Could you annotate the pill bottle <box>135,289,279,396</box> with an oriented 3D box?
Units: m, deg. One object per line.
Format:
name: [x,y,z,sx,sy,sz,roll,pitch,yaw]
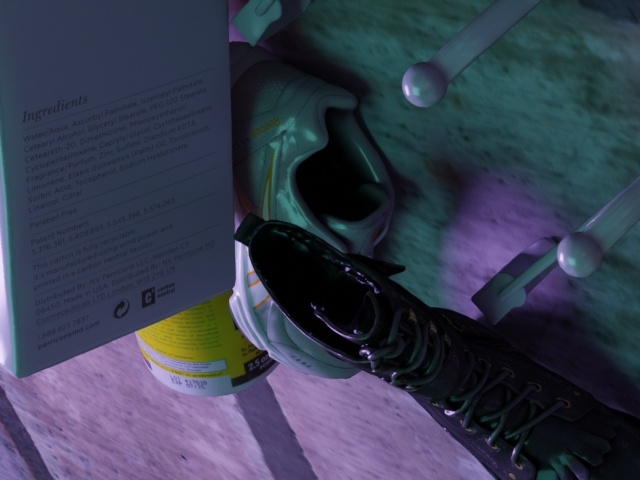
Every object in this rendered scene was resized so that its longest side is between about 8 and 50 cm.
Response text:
pill bottle: [-0.088,0.005,1.344,0.117,0.117,0.215,34,151,32]

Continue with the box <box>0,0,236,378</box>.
box: [-0.182,-0.131,1.128,0.215,0.168,0.345,27,128,41]

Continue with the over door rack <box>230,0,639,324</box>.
over door rack: [0.068,-0.085,0.963,0.239,0.108,0.324,50,156,3]

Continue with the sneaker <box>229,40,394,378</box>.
sneaker: [0.000,0.000,1.219,0.121,0.099,0.262,21,144,40]

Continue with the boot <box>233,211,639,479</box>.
boot: [0.083,0.088,1.089,0.263,0.091,0.229,33,180,37]
